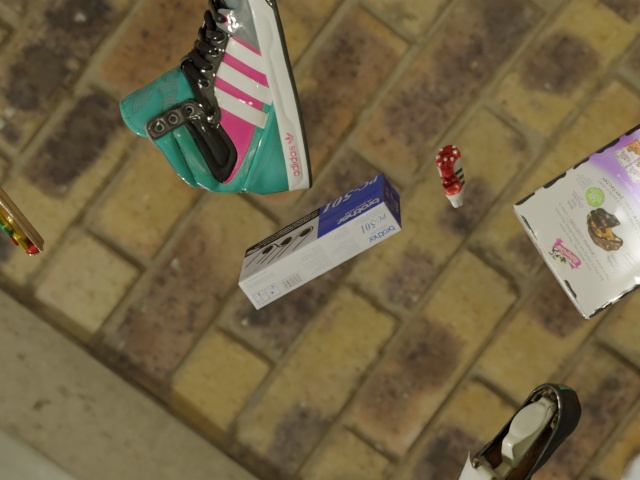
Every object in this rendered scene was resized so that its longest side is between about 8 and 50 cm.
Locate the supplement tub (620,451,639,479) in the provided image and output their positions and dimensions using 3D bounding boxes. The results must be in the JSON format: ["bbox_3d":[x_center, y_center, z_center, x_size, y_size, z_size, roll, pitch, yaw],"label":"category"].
[{"bbox_3d":[0.627,0.375,1.819,0.316,0.228,0.228,-15,-10,-19],"label":"supplement tub"}]

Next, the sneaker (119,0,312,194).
[{"bbox_3d":[-0.120,-0.174,1.255,0.178,0.295,0.124,-12,21,-1],"label":"sneaker"}]

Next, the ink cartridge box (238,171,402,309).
[{"bbox_3d":[0.000,0.000,1.517,0.207,0.046,0.097,-29,21,15],"label":"ink cartridge box"}]

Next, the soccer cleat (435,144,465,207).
[{"bbox_3d":[0.145,-0.072,1.368,0.029,0.035,0.083,-15,43,12],"label":"soccer cleat"}]

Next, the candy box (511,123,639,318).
[{"bbox_3d":[0.355,-0.026,1.492,0.196,0.165,0.070,-32,-3,5],"label":"candy box"}]

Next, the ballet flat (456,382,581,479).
[{"bbox_3d":[0.249,0.303,1.705,0.280,0.095,0.096,-53,-33,-6],"label":"ballet flat"}]

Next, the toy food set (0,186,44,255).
[{"bbox_3d":[-0.248,-0.022,0.979,0.020,0.083,0.082,-39,-29,-10],"label":"toy food set"}]
